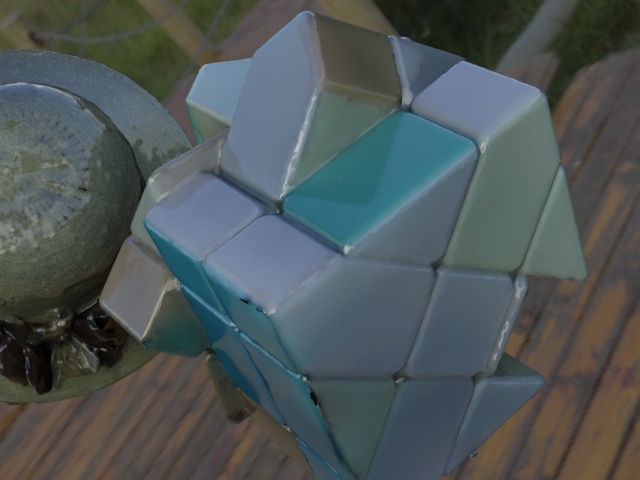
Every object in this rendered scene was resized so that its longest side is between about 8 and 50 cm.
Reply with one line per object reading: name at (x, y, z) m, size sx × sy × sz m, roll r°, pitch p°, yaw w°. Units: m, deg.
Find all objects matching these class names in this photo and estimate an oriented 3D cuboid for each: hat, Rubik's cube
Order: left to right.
hat at (-0.188, -0.026, 0.699) m, size 0.257 × 0.257 × 0.130 m, roll -50°, pitch 1°, yaw -18°
Rubik's cube at (0.000, 0.000, 0.609) m, size 0.224 × 0.265 × 0.213 m, roll -37°, pitch 41°, yaw -18°
